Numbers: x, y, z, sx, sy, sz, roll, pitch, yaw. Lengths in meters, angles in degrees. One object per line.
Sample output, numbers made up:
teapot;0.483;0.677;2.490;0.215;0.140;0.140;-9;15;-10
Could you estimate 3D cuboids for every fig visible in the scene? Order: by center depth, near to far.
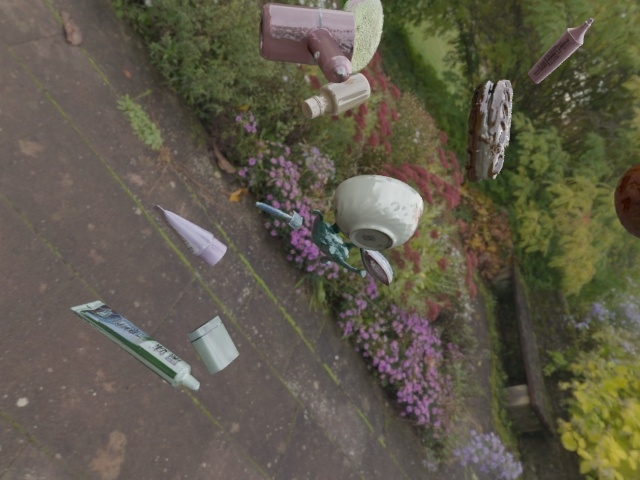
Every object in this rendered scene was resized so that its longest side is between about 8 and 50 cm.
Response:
fig;0.784;-0.098;1.045;0.205;0.205;0.205;39;39;-42

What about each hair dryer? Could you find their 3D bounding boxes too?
hair dryer;-0.014;-0.412;0.982;0.352;0.211;0.125;-107;-158;-54

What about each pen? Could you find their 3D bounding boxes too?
pen;0.619;-0.489;1.189;0.032;0.197;0.053;-18;71;-30

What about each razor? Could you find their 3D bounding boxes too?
razor;-0.120;-0.075;1.258;0.040;0.135;0.068;-65;159;-6

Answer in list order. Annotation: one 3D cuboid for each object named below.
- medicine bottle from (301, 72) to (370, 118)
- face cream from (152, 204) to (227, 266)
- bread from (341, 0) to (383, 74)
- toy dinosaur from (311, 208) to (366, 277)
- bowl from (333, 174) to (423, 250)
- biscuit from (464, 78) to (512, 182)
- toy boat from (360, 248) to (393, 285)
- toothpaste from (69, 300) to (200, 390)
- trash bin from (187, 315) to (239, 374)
medicine bottle;0.052;-0.508;1.648;0.252;0.114;0.114;-30;99;-22
face cream;-0.448;-0.026;1.555;0.274;0.154;0.096;42;77;-20
bread;0.110;-0.579;1.304;0.033;0.228;0.228;34;14;28
toy dinosaur;0.000;0.000;1.648;0.383;0.331;0.129;46;70;-31
bowl;0.164;-0.060;1.390;0.277;0.277;0.145;40;51;-41
biscuit;0.520;-0.352;1.417;0.366;0.115;0.268;-52;142;-53
toy boat;0.192;0.086;1.597;0.229;0.080;0.045;52;18;-44
toothpaste;-0.458;0.261;1.164;0.392;0.061;0.099;31;13;14
trash bin;-0.300;0.293;1.301;0.130;0.059;0.116;61;23;-2
